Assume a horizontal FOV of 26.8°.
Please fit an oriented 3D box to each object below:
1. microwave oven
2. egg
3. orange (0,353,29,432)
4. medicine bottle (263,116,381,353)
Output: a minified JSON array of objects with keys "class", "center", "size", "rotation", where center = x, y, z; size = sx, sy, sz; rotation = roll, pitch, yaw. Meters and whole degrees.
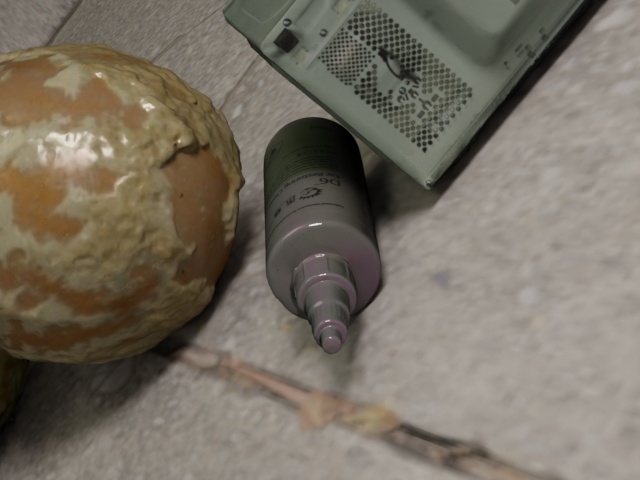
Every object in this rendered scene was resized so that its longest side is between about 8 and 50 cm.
[{"class":"microwave oven","center":[0.066,-0.150,0.692],"size":[0.208,0.122,0.162],"rotation":[-50,20,5]},{"class":"egg","center":[-0.163,-0.020,0.841],"size":[0.245,0.203,0.203],"rotation":[-13,40,33]},{"class":"orange","center":[-0.351,0.089,1.029],"size":[0.270,0.210,0.369],"rotation":[-8,26,-2]},{"class":"medicine bottle","center":[0.000,0.000,0.674],"size":[0.057,0.057,0.199],"rotation":[-44,21,19]}]
